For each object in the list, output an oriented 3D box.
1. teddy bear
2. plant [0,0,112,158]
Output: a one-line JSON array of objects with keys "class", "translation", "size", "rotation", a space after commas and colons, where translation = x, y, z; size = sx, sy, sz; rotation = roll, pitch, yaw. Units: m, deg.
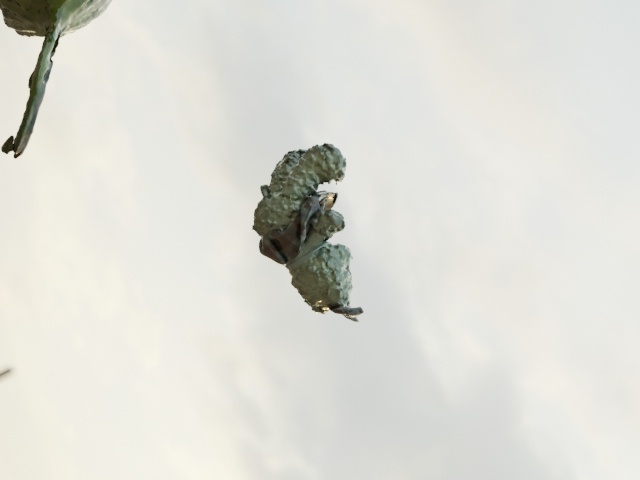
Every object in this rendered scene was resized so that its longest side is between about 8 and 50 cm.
[{"class": "teddy bear", "translation": [-0.020, -0.003, 1.750], "size": [0.133, 0.111, 0.213], "rotation": [160, -80, -67]}, {"class": "plant", "translation": [-0.349, -0.302, 2.150], "size": [0.251, 0.180, 0.333], "rotation": [-53, -137, 40]}]
